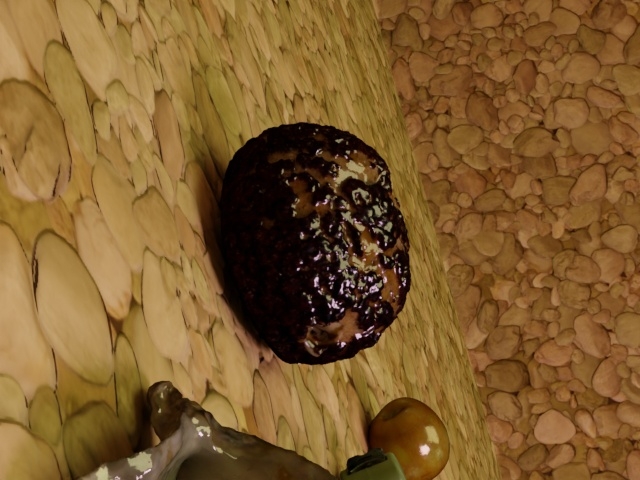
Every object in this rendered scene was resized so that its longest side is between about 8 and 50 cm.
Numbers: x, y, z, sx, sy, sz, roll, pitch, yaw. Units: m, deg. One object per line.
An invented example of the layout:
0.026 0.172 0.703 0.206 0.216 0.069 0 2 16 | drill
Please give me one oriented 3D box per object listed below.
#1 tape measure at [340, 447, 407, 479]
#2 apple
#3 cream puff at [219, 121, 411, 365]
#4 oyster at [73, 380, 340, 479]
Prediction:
0.084 0.333 1.166 0.154 0.087 0.177 -119 -175 -72 | tape measure
0.113 0.252 1.405 0.114 0.099 0.102 -77 146 -61 | apple
0.000 0.000 1.073 0.239 0.165 0.239 -15 90 -81 | cream puff
-0.047 0.200 0.587 0.396 0.204 0.111 -71 179 -67 | oyster
